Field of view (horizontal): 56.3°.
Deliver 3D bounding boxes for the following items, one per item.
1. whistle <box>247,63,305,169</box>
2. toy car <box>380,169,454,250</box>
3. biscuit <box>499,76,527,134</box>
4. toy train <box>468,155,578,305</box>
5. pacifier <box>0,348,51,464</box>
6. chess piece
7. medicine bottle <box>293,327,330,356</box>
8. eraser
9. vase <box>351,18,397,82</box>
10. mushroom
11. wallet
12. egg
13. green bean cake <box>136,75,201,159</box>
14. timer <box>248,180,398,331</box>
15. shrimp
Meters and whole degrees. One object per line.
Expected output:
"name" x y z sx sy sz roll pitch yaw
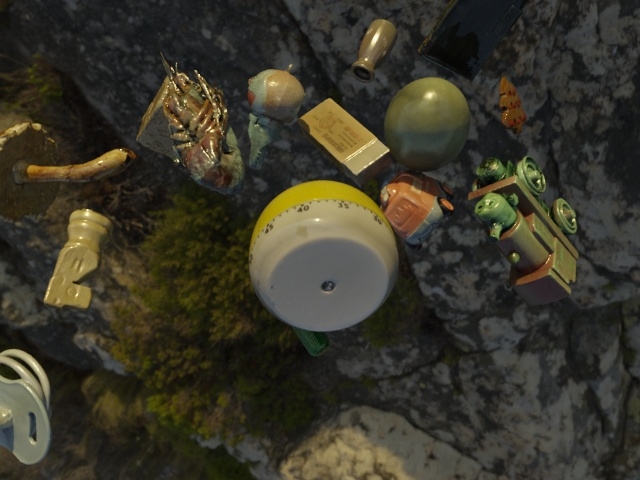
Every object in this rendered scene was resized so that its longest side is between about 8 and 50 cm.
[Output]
"whistle" -0.168 -0.388 1.858 0.189 0.189 0.348 26 106 9
"toy car" 0.285 -0.118 1.883 0.212 0.270 0.181 36 118 -6
"biscuit" 0.425 -0.300 1.326 0.019 0.119 0.130 -11 99 41
"toy train" 0.423 -0.027 1.254 0.304 0.222 0.150 42 138 -23
"pacifier" -0.754 0.401 1.352 0.299 0.233 0.244 11 110 24
"chess piece" -0.484 0.045 1.197 0.090 0.201 0.090 6 153 3
"medicine bottle" -0.064 0.121 1.242 0.261 0.064 0.095 55 160 21
"eraser" 0.074 -0.317 1.902 0.343 0.144 0.078 49 172 37
"vase" 0.089 -0.319 1.011 0.053 0.101 0.053 24 161 9
"mushroom" -0.613 -0.169 1.331 0.301 0.233 0.208 -20 116 27
"wallet" 0.370 -0.524 1.349 0.168 0.044 0.317 16 128 -25
"egg" 0.322 -0.346 1.814 0.258 0.259 0.352 29 164 7
"green bean cake" -0.283 -0.238 1.178 0.109 0.085 0.179 24 150 -25
"timer" 0.000 0.000 1.086 0.285 0.285 0.285 15 129 19
"shrimp" -0.155 -0.145 0.724 0.090 0.079 0.233 -41 64 24
